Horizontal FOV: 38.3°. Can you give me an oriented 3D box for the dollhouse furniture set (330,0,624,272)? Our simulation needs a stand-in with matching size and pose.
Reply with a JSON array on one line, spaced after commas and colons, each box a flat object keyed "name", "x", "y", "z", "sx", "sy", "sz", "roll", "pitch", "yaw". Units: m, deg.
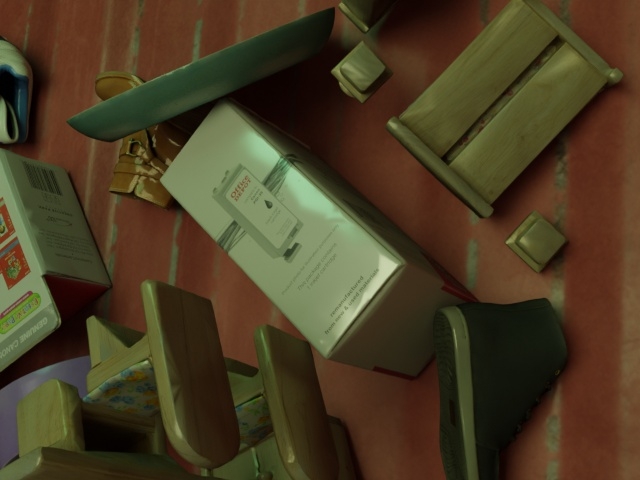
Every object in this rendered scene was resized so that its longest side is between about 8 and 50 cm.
[{"name": "dollhouse furniture set", "x": 0.195, "y": -0.197, "z": 0.977, "sx": 0.355, "sy": 0.174, "sz": 0.303, "roll": 45, "pitch": 90, "yaw": 0}]

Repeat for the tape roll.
[{"name": "tape roll", "x": -0.287, "y": 0.210, "z": 1.081, "sx": 0.189, "sy": 0.189, "sz": 0.080, "roll": -32, "pitch": 65, "yaw": 21}]

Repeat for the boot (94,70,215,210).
[{"name": "boot", "x": -0.241, "y": -0.131, "z": 1.192, "sx": 0.197, "sy": 0.073, "sz": 0.152, "roll": 19, "pitch": 84, "yaw": 29}]

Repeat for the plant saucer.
[{"name": "plant saucer", "x": -0.124, "y": -0.176, "z": 1.015, "sx": 0.317, "sy": 0.317, "sz": 0.044, "roll": -17, "pitch": 102, "yaw": 27}]

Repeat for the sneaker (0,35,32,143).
[{"name": "sneaker", "x": -0.545, "y": -0.158, "z": 1.348, "sx": 0.236, "sy": 0.130, "sz": 0.323, "roll": 29, "pitch": 89, "yaw": 36}]

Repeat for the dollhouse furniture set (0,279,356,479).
[{"name": "dollhouse furniture set", "x": -0.125, "y": 0.274, "z": 0.823, "sx": 0.362, "sy": 0.394, "sz": 0.256, "roll": -32, "pitch": 55, "yaw": 24}]

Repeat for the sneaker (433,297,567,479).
[{"name": "sneaker", "x": 0.180, "y": 0.166, "z": 0.882, "sx": 0.118, "sy": 0.083, "sz": 0.222, "roll": -6, "pitch": 100, "yaw": -11}]

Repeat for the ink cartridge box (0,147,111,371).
[{"name": "ink cartridge box", "x": -0.449, "y": 0.082, "z": 1.239, "sx": 0.309, "sy": 0.130, "sz": 0.272, "roll": -35, "pitch": 65, "yaw": 20}]

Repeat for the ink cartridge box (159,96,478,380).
[{"name": "ink cartridge box", "x": 0.000, "y": 0.000, "z": 0.947, "sx": 0.117, "sy": 0.207, "sz": 0.283, "roll": -51, "pitch": 59, "yaw": 9}]
